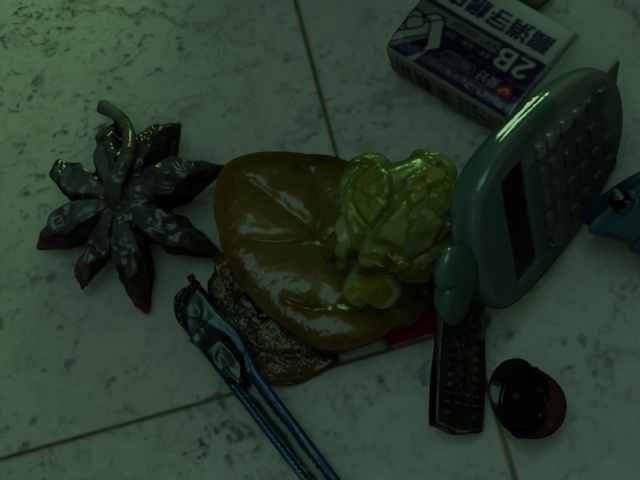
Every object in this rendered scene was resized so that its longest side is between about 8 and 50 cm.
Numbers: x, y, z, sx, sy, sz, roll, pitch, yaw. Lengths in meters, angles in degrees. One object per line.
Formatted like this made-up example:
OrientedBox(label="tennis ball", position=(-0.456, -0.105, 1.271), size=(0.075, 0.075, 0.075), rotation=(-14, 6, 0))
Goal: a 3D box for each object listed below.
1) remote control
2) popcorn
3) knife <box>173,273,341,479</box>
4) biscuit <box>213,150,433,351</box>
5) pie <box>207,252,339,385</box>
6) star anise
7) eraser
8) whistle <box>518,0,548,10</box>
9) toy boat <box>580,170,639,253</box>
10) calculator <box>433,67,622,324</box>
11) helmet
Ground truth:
OrientedBox(label="remote control", position=(0.134, 0.083, 1.106), size=(0.059, 0.028, 0.212), rotation=(15, 67, -23))
OrientedBox(label="popcorn", position=(0.076, -0.018, 1.066), size=(0.136, 0.141, 0.162), rotation=(18, 52, -18))
OrientedBox(label="knife", position=(-0.055, 0.155, 1.110), size=(0.044, 0.026, 0.296), rotation=(-38, 74, -5))
OrientedBox(label="biscuit", position=(-0.001, -0.002, 1.151), size=(0.260, 0.041, 0.203), rotation=(37, 72, 15))
OrientedBox(label="pie", position=(-0.068, 0.087, 1.156), size=(0.092, 0.034, 0.170), rotation=(-39, 72, -7))
OrientedBox(label="star anise", position=(-0.212, -0.052, 1.218), size=(0.230, 0.081, 0.262), rotation=(-22, 68, 15))
OrientedBox(label="eraser", position=(0.188, -0.184, 1.187), size=(0.210, 0.068, 0.124), rotation=(35, 77, 22))
OrientedBox(label="whistle", position=(0.163, -0.347, 1.233), size=(0.110, 0.092, 0.244), rotation=(-42, 90, -7))
OrientedBox(label="toy boat", position=(0.360, -0.066, 1.091), size=(0.238, 0.109, 0.098), rotation=(-28, 46, -3))
OrientedBox(label="calculator", position=(0.193, -0.042, 1.057), size=(0.041, 0.185, 0.299), rotation=(25, 59, 37))
OrientedBox(label="helmet", position=(0.200, 0.150, 1.063), size=(0.065, 0.049, 0.084), rotation=(-59, 36, 23))
